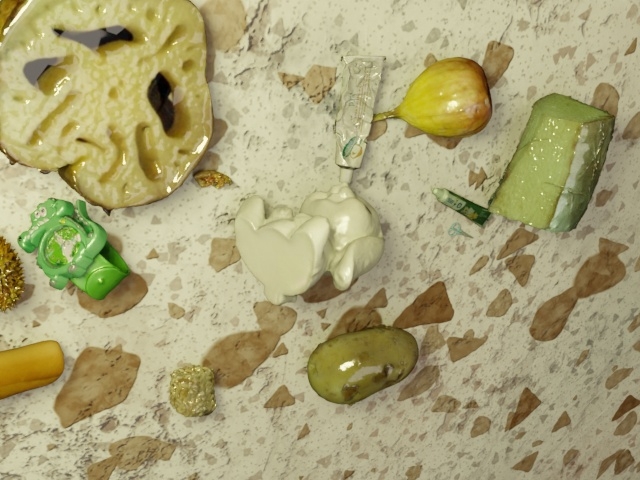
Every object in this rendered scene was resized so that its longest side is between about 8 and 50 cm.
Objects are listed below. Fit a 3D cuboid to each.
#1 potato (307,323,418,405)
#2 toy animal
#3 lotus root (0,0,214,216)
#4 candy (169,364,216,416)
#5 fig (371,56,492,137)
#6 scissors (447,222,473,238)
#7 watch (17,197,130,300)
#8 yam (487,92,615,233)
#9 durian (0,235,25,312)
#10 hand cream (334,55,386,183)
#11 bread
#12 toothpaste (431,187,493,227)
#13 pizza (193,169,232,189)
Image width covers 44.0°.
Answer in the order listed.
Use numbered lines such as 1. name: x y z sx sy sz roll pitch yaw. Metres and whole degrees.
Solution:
1. potato: 0.098 0.271 1.780 0.262 0.165 0.165 -22 127 -10
2. toy animal: 0.000 0.000 1.521 0.265 0.272 0.206 -23 118 -45
3. lotus root: -0.332 -0.239 1.246 0.375 0.111 0.390 -44 127 -1
4. candy: -0.266 0.313 1.648 0.095 0.085 0.110 -5 110 -37
5. fig: 0.207 -0.259 1.541 0.257 0.159 0.159 -12 127 3
6. scissors: 0.326 -0.017 1.826 0.083 0.006 0.036 22 108 -38
7. watch: -0.405 0.014 1.354 0.131 0.165 0.152 -46 155 1
8. yam: 0.514 -0.172 1.727 0.201 0.202 0.271 -18 128 -47
9. durian: -0.554 0.041 1.251 0.137 0.168 0.158 -32 170 9
10. hand cream: 0.066 -0.228 1.507 0.084 0.050 0.257 3 116 -7
11. bread: -0.558 0.238 1.387 0.239 0.074 0.092 -11 126 -46
12. toothpaste: 0.317 -0.077 1.768 0.204 0.031 0.049 22 107 -39
13. pizza: -0.197 -0.111 1.458 0.083 0.016 0.037 8 120 -35
